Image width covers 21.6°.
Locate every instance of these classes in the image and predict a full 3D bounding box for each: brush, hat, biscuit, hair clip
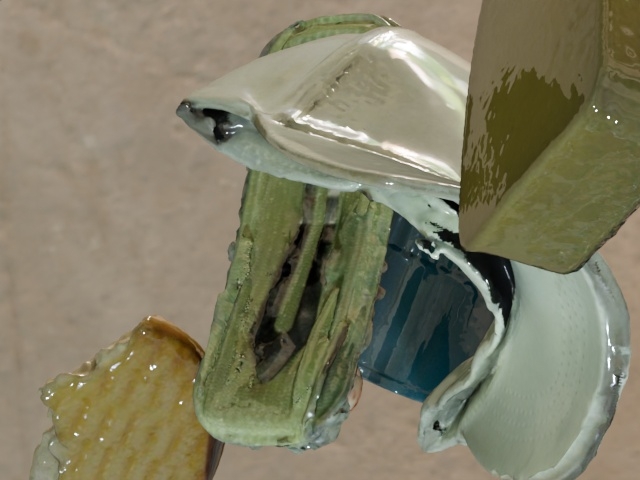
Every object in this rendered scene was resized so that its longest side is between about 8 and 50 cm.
[{"bbox_3d":[0.112,-0.091,0.688,0.059,0.123,0.197,22,54,-14],"label":"brush"},{"bbox_3d":[0.083,-0.013,0.882,0.168,0.301,0.258,-40,108,-12],"label":"hat"},{"bbox_3d":[-0.156,0.157,1.213,0.228,0.031,0.176,-43,127,11],"label":"biscuit"},{"bbox_3d":[0.001,0.000,1.190,0.091,0.138,0.321,36,59,-49],"label":"hair clip"}]

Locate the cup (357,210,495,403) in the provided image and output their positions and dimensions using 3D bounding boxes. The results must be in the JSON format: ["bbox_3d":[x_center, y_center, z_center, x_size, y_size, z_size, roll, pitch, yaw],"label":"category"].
[{"bbox_3d":[0.161,-0.002,1.656,0.308,0.242,0.292,14,103,-25],"label":"cup"}]
